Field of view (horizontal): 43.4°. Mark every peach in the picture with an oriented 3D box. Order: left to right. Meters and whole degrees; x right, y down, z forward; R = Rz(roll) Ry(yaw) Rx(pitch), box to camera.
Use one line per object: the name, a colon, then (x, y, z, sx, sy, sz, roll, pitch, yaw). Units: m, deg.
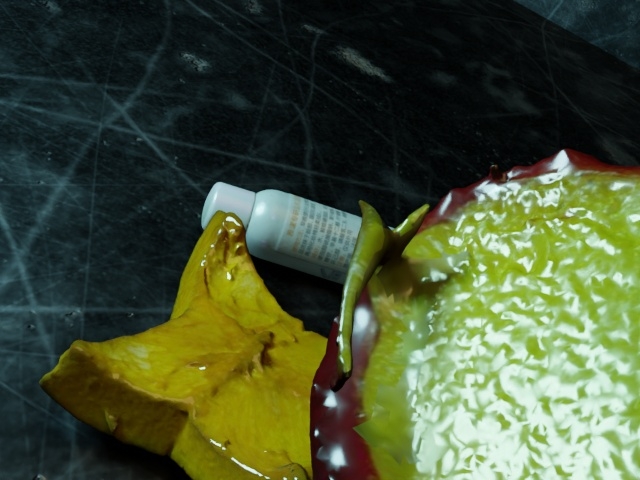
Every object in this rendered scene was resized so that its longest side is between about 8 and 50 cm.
peach: (0.166, 0.150, 0.547, 0.335, 0.310, 0.405, -13, 42, 9)

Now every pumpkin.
pumpkin: (-0.064, 0.109, 0.717, 0.258, 0.095, 0.290, 29, 33, 10)

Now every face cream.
face cream: (0.000, 0.000, 0.901, 0.269, 0.082, 0.082, 18, 37, -11)
